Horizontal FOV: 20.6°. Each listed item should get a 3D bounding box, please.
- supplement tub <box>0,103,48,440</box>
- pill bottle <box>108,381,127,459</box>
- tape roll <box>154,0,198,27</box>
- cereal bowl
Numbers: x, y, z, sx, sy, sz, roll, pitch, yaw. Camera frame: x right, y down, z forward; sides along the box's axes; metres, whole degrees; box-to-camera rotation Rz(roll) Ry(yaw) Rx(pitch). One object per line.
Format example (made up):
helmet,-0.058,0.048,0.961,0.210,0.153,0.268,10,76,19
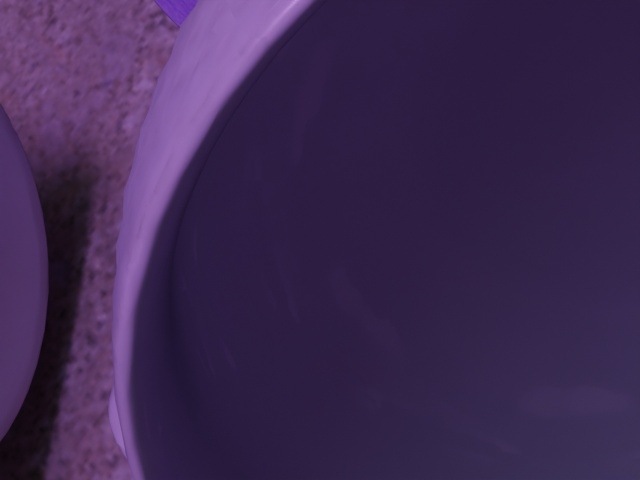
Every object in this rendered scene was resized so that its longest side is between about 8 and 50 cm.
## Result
supplement tub,-0.309,0.019,0.778,0.324,0.235,0.235,-5,65,30
pill bottle,0.000,0.000,0.633,0.108,0.108,0.194,43,123,37
tape roll,0.051,-0.175,0.744,0.274,0.090,0.275,-13,63,26
cereal bowl,0.109,-0.011,0.498,0.339,0.339,0.141,-32,35,15
